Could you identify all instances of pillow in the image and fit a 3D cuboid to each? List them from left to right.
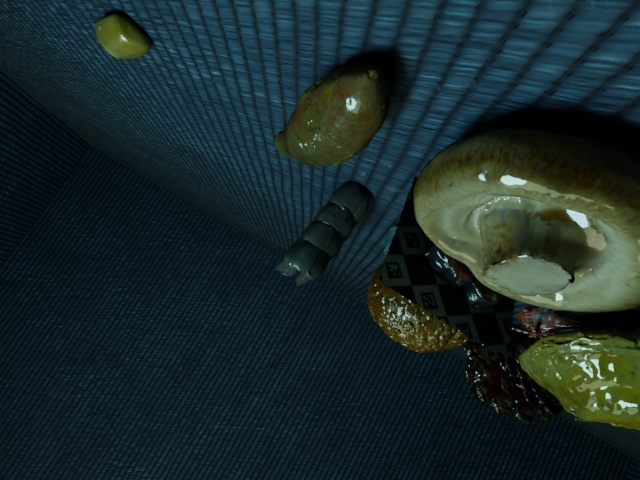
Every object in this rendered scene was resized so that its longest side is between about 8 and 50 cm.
[{"bbox_3d":[0.000,0.000,0.970,0.101,0.228,0.326,37,170,-3],"label":"pillow"}]

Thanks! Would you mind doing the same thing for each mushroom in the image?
[{"bbox_3d":[0.242,-0.014,0.469,0.278,0.146,0.278,29,158,13],"label":"mushroom"}]

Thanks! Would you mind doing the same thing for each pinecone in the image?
[{"bbox_3d":[0.555,0.382,1.180,0.298,0.242,0.296,27,168,-16],"label":"pinecone"}]

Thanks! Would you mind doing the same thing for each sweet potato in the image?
[{"bbox_3d":[-0.005,-0.159,0.609,0.109,0.109,0.385,34,169,-17],"label":"sweet potato"}]

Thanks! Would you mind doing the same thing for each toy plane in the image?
[{"bbox_3d":[0.495,0.170,0.855,0.126,0.077,0.194,28,161,-6],"label":"toy plane"}]

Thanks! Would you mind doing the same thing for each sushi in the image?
[{"bbox_3d":[0.221,0.024,0.611,0.231,0.220,0.047,32,145,-8],"label":"sushi"}]

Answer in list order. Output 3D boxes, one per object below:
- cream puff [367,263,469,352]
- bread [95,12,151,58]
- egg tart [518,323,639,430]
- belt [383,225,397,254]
[{"bbox_3d":[0.250,0.171,1.025,0.302,0.212,0.303,23,-178,-1],"label":"cream puff"},{"bbox_3d":[-0.368,-0.367,0.749,0.115,0.056,0.082,22,167,38],"label":"bread"},{"bbox_3d":[0.551,0.257,0.729,0.350,0.153,0.340,6,158,16],"label":"egg tart"},{"bbox_3d":[0.191,-0.011,0.829,0.087,0.072,0.302,27,169,4],"label":"belt"}]
